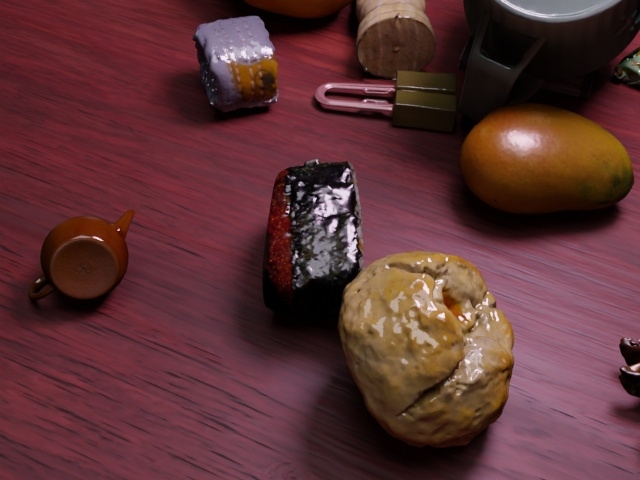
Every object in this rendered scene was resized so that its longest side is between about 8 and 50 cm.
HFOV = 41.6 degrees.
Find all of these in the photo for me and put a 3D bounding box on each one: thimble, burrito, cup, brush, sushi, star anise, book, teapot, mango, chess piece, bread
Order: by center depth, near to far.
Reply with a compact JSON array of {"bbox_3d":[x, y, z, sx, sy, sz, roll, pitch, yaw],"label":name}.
[{"bbox_3d":[0.133,0.115,0.967,0.244,0.134,0.244,31,40,-30],"label":"bread"},{"bbox_3d":[0.473,0.169,1.015,0.234,0.073,0.177,-3,32,-2],"label":"star anise"},{"bbox_3d":[-0.312,0.019,1.101,0.173,0.116,0.116,-37,54,1],"label":"teapot"},{"bbox_3d":[0.000,0.000,1.107,0.126,0.136,0.225,0,52,8],"label":"sushi"},{"bbox_3d":[0.327,-0.121,1.236,0.254,0.139,0.175,0,62,-15],"label":"mango"},{"bbox_3d":[0.356,-0.375,1.271,0.310,0.401,0.392,0,4,15],"label":"cup"},{"bbox_3d":[-0.138,-0.288,1.369,0.117,0.127,0.151,-13,47,-13],"label":"thimble"},{"bbox_3d":[0.106,-0.238,1.390,0.233,0.047,0.103,6,47,4],"label":"brush"},{"bbox_3d":[0.649,-0.334,1.502,0.288,0.054,0.104,-29,55,-26],"label":"burrito"},{"bbox_3d":[0.377,-0.333,1.507,0.231,0.026,0.157,17,48,12],"label":"book"},{"bbox_3d":[0.124,-0.421,1.519,0.137,0.137,0.301,0,44,-3],"label":"chess piece"}]

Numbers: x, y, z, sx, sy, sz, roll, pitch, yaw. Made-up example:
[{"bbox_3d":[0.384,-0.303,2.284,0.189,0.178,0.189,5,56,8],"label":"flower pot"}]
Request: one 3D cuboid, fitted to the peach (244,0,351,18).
[{"bbox_3d":[-0.054,-0.550,1.528,0.289,0.289,0.308,-22,18,-22],"label":"peach"}]
